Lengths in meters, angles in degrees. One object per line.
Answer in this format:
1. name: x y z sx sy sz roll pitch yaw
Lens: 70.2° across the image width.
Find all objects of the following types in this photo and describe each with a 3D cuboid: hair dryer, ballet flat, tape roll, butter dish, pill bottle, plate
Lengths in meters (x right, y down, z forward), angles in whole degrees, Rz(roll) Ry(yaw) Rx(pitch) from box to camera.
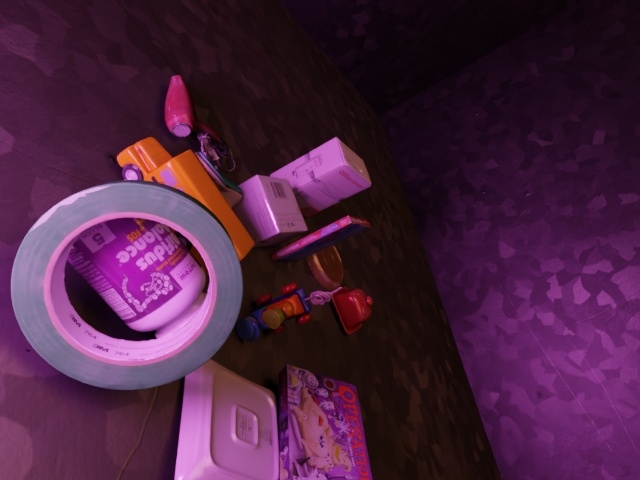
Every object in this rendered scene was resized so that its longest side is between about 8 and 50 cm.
1. hair dryer: -0.350 -0.313 1.262 0.223 0.080 0.293 -69 137 -75
2. ballet flat: -0.273 -0.140 1.160 0.248 0.086 0.086 49 23 -70
3. tape roll: -0.285 0.069 0.708 0.321 0.321 0.077 56 -6 -19
4. butter dish: 0.130 0.231 1.614 0.160 0.118 0.160 -8 74 -65
5. pill bottle: -0.318 0.055 0.826 0.301 0.169 0.169 55 26 -19
6. plate: -0.165 0.385 0.927 0.278 0.045 0.277 43 24 -38

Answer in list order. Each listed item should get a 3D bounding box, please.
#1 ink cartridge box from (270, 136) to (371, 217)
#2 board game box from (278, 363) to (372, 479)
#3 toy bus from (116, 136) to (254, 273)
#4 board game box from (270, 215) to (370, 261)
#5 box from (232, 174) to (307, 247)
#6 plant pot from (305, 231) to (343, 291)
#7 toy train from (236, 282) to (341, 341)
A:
1. ink cartridge box: 0.003 -0.208 1.577 0.207 0.283 0.117 26 45 -55
2. board game box: 0.009 0.450 1.015 0.208 0.056 0.346 27 28 -23
3. toy bus: -0.302 -0.085 1.037 0.332 0.130 0.108 58 25 -15
4. board game box: 0.000 0.000 1.375 0.145 0.281 0.027 5 62 -63
5. box: -0.154 -0.084 1.345 0.181 0.119 0.181 -7 74 -65
6. plant pot: 0.021 0.071 1.655 0.236 0.032 0.236 45 31 -38
7. toy train: -0.080 0.168 1.105 0.143 0.248 0.105 -24 89 -61
